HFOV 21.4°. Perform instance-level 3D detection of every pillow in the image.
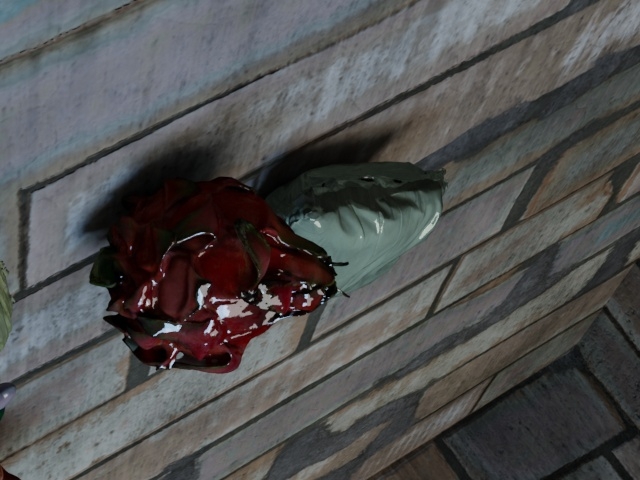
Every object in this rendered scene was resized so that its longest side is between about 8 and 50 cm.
[{"bbox_3d":[0.000,0.000,2.216,0.310,0.138,0.283,-14,160,-47],"label":"pillow"}]

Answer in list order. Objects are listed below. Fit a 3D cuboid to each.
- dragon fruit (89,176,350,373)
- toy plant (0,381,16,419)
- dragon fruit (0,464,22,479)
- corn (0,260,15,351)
[{"bbox_3d":[-0.110,0.044,1.914,0.234,0.293,0.234,-164,-90,-85],"label":"dragon fruit"},{"bbox_3d":[-0.471,0.237,1.958,0.243,0.113,0.232,-34,176,3],"label":"toy plant"},{"bbox_3d":[-0.460,0.380,2.127,0.305,0.226,0.305,-22,-164,7],"label":"dragon fruit"},{"bbox_3d":[-0.367,0.037,1.634,0.122,0.123,0.305,-30,160,-13],"label":"corn"}]
